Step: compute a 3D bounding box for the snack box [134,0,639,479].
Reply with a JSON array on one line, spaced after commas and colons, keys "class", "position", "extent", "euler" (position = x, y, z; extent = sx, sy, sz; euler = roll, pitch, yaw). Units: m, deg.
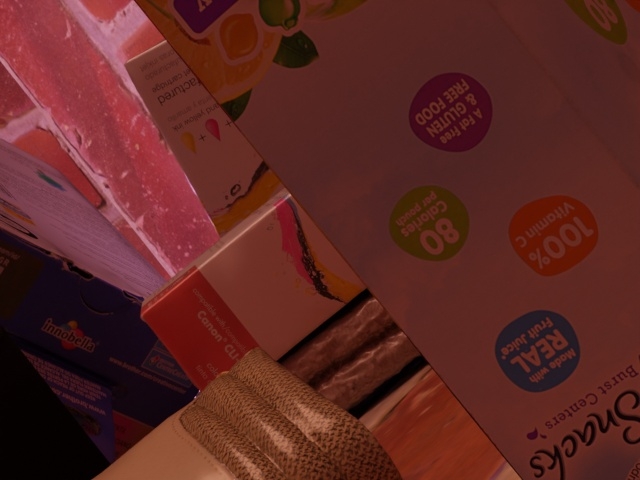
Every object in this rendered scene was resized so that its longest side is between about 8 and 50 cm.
[{"class": "snack box", "position": [0.054, -0.037, 0.482], "extent": [0.070, 0.207, 0.174], "euler": [-37, 4, 26]}]

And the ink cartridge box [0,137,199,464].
[{"class": "ink cartridge box", "position": [-0.254, 0.030, 1.510], "extent": [0.151, 0.270, 0.395], "euler": [-56, 41, 4]}]

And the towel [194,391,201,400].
[{"class": "towel", "position": [-0.070, 0.112, 1.543], "extent": [0.148, 0.027, 0.110], "euler": [-36, 5, 42]}]

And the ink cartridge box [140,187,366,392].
[{"class": "ink cartridge box", "position": [0.000, 0.000, 1.063], "extent": [0.198, 0.067, 0.115], "euler": [-39, 4, -2]}]

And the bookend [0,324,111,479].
[{"class": "bookend", "position": [-0.179, 0.139, 1.150], "extent": [0.072, 0.157, 0.156], "euler": [-39, 3, -21]}]

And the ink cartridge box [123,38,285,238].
[{"class": "ink cartridge box", "position": [-0.005, -0.080, 1.493], "extent": [0.171, 0.233, 0.168], "euler": [-27, 7, 13]}]

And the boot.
[{"class": "boot", "position": [-0.083, 0.129, 0.698], "extent": [0.203, 0.095, 0.262], "euler": [-39, 5, -17]}]

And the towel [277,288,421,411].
[{"class": "towel", "position": [0.069, 0.018, 1.093], "extent": [0.282, 0.049, 0.187], "euler": [-37, 4, 3]}]
